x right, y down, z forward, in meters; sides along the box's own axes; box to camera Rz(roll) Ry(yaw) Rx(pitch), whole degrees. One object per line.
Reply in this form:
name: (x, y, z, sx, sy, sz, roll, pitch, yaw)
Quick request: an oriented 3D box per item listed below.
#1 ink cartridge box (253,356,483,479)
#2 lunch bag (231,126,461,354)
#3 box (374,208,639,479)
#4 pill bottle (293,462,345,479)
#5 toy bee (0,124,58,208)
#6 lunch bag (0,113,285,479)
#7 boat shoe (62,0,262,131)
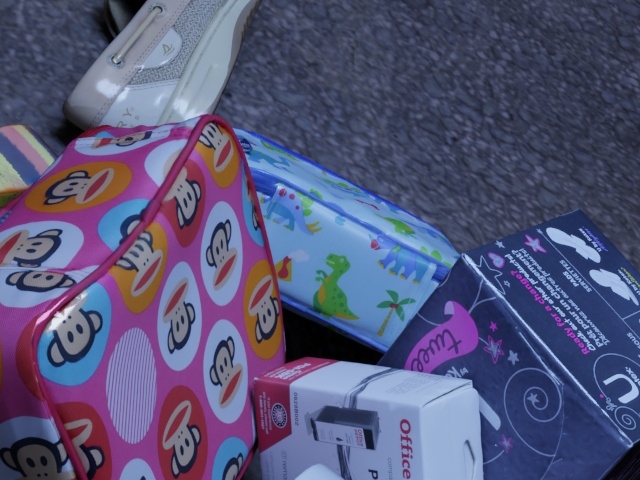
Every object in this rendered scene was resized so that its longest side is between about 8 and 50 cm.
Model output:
ink cartridge box: (0.029, 0.131, 1.135, 0.135, 0.099, 0.056, 4, 14, 40)
lunch bag: (0.000, 0.000, 1.337, 0.219, 0.090, 0.176, 27, 7, -10)
box: (0.114, 0.127, 1.194, 0.163, 0.247, 0.142, 49, 37, 18)
pill bottle: (0.090, 0.297, 1.000, 0.363, 0.210, 0.210, 37, 38, 10)
toy bee: (-0.245, -0.015, 1.157, 0.195, 0.162, 0.298, 35, 38, -3)
lunch bag: (-0.113, 0.087, 1.113, 0.120, 0.258, 0.293, -3, 28, 23)
boat shoe: (-0.111, -0.191, 1.470, 0.110, 0.121, 0.341, 28, 40, -10)
